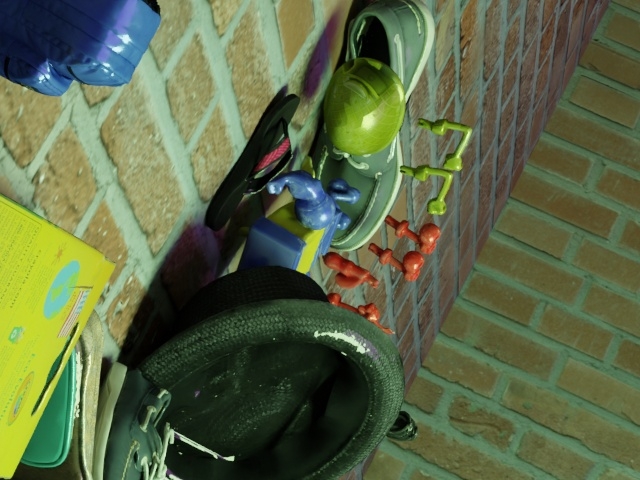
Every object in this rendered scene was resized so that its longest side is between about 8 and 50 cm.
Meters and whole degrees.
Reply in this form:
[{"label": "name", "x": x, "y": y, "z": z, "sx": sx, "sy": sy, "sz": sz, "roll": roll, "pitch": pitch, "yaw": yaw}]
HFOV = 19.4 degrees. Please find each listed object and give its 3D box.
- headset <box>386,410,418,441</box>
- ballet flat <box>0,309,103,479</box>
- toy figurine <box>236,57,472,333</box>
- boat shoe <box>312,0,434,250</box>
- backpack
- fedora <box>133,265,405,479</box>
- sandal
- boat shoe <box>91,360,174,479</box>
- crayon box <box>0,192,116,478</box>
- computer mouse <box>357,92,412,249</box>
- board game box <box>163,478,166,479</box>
[{"label": "headset", "x": -0.032, "y": 0.217, "z": 2.278, "sx": 0.394, "sy": 0.185, "sz": 0.243, "roll": 15, "pitch": 83, "yaw": -63}, {"label": "ballet flat", "x": -0.235, "y": 0.192, "z": 1.625, "sx": 0.106, "sy": 0.108, "sz": 0.316, "roll": -66, "pitch": 170, "yaw": -71}, {"label": "toy figurine", "x": 0.000, "y": 0.000, "z": 2.087, "sx": 0.217, "sy": 0.191, "sz": 0.362, "roll": -40, "pitch": 160, "yaw": -44}, {"label": "boat shoe", "x": 0.042, "y": -0.134, "z": 2.199, "sx": 0.099, "sy": 0.116, "sz": 0.319, "roll": -17, "pitch": 127, "yaw": -61}, {"label": "backpack", "x": -0.171, "y": -0.145, "z": 1.238, "sx": 0.101, "sy": 0.120, "sz": 0.098, "roll": -66, "pitch": 168, "yaw": 2}, {"label": "fedora", "x": -0.076, "y": 0.141, "z": 2.005, "sx": 0.152, "sy": 0.334, "sz": 0.334, "roll": -100, "pitch": -163, "yaw": -45}, {"label": "sandal", "x": -0.062, "y": -0.078, "z": 2.007, "sx": 0.179, "sy": 0.040, "sz": 0.067, "roll": -60, "pitch": 167, "yaw": -23}, {"label": "boat shoe", "x": -0.183, "y": 0.201, "z": 1.774, "sx": 0.254, "sy": 0.079, "sz": 0.095, "roll": -97, "pitch": -151, "yaw": -70}, {"label": "crayon box", "x": -0.262, "y": 0.066, "z": 1.364, "sx": 0.202, "sy": 0.081, "sz": 0.318, "roll": -64, "pitch": 167, "yaw": -5}, {"label": "computer mouse", "x": 0.073, "y": -0.103, "z": 2.555, "sx": 0.071, "sy": 0.041, "sz": 0.242, "roll": 48, "pitch": 61, "yaw": -86}, {"label": "board game box", "x": -0.221, "y": 0.273, "z": 1.911, "sx": 0.168, "sy": 0.033, "sz": 0.133, "roll": -49, "pitch": 156, "yaw": 6}]
